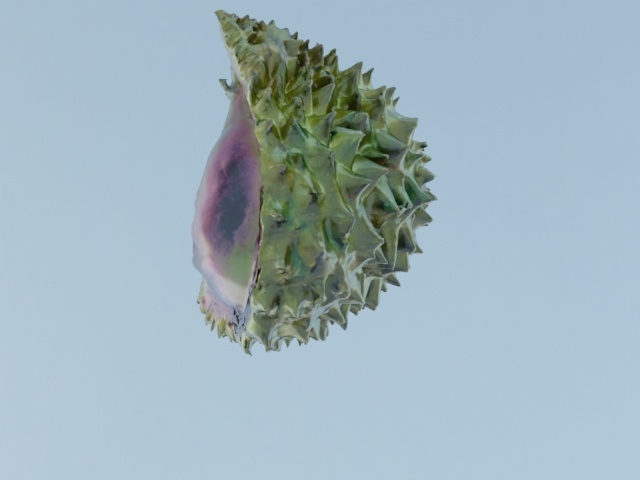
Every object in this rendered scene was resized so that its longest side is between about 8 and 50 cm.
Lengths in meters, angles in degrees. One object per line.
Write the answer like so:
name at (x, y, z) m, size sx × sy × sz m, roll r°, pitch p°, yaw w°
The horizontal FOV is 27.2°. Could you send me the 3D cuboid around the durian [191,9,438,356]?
durian at (-0.001, 0.002, 0.614) m, size 0.119 × 0.108 × 0.186 m, roll 5°, pitch -55°, yaw -6°
